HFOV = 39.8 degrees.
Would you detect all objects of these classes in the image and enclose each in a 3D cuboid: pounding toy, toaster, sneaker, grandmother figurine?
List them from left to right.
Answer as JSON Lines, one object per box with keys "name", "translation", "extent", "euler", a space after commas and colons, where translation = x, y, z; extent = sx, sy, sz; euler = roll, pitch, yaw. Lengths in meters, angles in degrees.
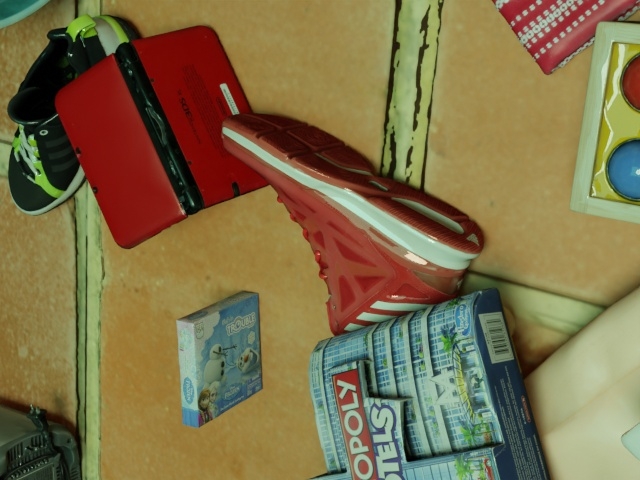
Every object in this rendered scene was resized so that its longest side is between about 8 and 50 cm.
{"name": "toaster", "translation": [-0.342, 0.266, 0.930], "extent": [0.146, 0.129, 0.227], "euler": [11, 109, 34]}
{"name": "sneaker", "translation": [-0.247, -0.113, 0.789], "extent": [0.084, 0.097, 0.234], "euler": [48, 123, 15]}
{"name": "sneaker", "translation": [0.000, 0.000, 0.660], "extent": [0.221, 0.087, 0.128], "euler": [33, 117, 24]}
{"name": "grandmother figurine", "translation": [0.153, 0.147, 0.594], "extent": [0.342, 0.104, 0.207], "euler": [-43, 49, 36]}
{"name": "pounding toy", "translation": [0.220, -0.069, 0.485], "extent": [0.141, 0.100, 0.130], "euler": [14, 110, 31]}

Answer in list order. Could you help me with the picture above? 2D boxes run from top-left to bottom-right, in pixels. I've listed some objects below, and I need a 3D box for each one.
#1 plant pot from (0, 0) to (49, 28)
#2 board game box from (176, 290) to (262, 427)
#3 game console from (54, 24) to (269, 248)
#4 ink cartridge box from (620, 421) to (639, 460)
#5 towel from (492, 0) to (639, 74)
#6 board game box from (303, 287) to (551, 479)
{"name": "plant pot", "translation": [-0.365, -0.318, 0.729], "extent": [0.255, 0.272, 0.271], "euler": [21, 113, 43]}
{"name": "board game box", "translation": [-0.082, 0.097, 0.735], "extent": [0.020, 0.090, 0.090], "euler": [6, 106, 31]}
{"name": "game console", "translation": [-0.125, -0.084, 0.719], "extent": [0.085, 0.124, 0.144], "euler": [-28, 85, 58]}
{"name": "ink cartridge box", "translation": [0.369, 0.071, 0.351], "extent": [0.308, 0.091, 0.385], "euler": [42, 131, 9]}
{"name": "towel", "translation": [0.137, -0.268, 0.534], "extent": [0.199, 0.031, 0.274], "euler": [-37, 81, 35]}
{"name": "board game box", "translation": [0.049, 0.149, 0.583], "extent": [0.194, 0.060, 0.194], "euler": [-23, 75, 39]}
